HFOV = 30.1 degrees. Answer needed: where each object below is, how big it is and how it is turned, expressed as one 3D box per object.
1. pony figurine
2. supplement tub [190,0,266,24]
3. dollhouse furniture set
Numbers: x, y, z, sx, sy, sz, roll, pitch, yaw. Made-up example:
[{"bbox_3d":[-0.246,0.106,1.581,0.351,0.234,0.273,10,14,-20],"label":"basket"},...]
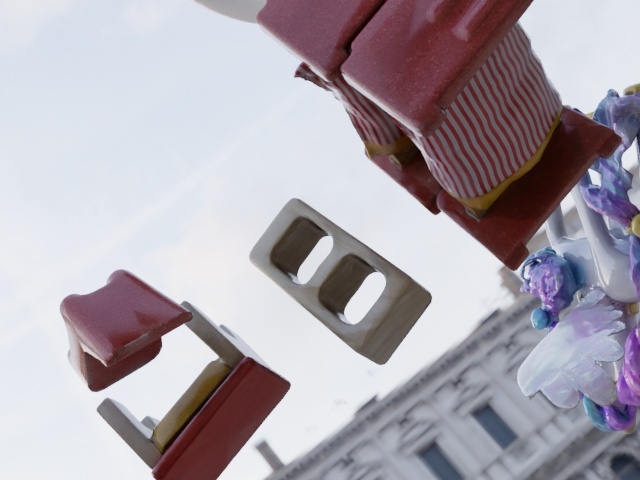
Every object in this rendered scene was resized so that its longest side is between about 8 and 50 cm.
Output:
[{"bbox_3d":[0.318,0.032,1.213,0.302,0.364,0.351,-10,-3,-2],"label":"pony figurine"},{"bbox_3d":[-0.008,-0.354,0.940,0.235,0.235,0.325,90,-157,-55],"label":"supplement tub"},{"bbox_3d":[0.000,0.000,0.742,0.374,0.152,0.201,-51,-34,-2],"label":"dollhouse furniture set"}]
